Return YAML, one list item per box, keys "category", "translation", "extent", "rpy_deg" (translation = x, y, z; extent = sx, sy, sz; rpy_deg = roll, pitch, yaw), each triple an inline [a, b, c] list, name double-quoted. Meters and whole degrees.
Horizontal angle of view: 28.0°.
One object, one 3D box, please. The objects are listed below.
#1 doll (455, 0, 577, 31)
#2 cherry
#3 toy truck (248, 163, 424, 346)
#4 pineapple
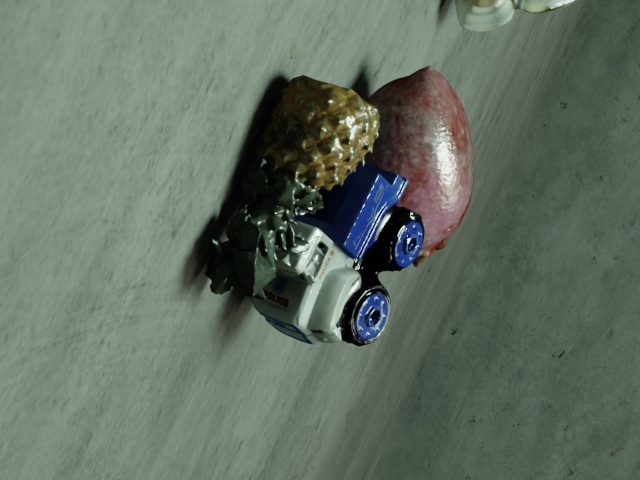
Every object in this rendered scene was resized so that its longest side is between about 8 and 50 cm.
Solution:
- category: "doll"
  translation: [0.277, -0.393, 1.618]
  extent: [0.348, 0.161, 0.423]
  rpy_deg: [-21, 164, -28]
- category: "cherry"
  translation: [0.106, -0.100, 1.558]
  extent: [0.192, 0.175, 0.250]
  rpy_deg: [-64, 169, -55]
- category: "toy truck"
  translation: [0.000, 0.000, 1.417]
  extent: [0.213, 0.161, 0.177]
  rpy_deg: [-63, 147, -11]
- category: "pineapple"
  translation: [-0.037, -0.046, 1.265]
  extent: [0.119, 0.111, 0.237]
  rpy_deg: [28, 92, -47]
